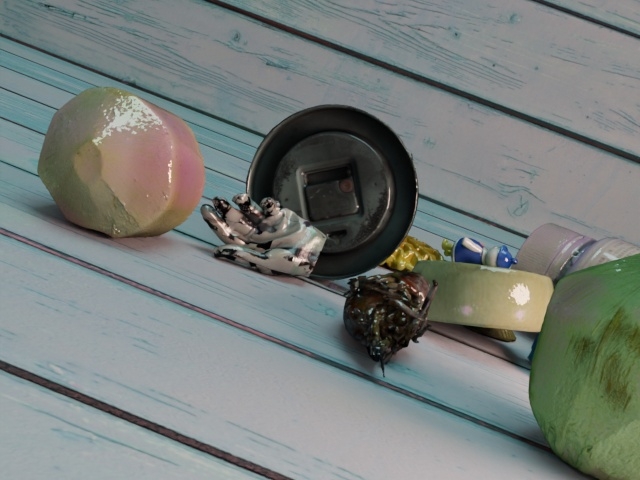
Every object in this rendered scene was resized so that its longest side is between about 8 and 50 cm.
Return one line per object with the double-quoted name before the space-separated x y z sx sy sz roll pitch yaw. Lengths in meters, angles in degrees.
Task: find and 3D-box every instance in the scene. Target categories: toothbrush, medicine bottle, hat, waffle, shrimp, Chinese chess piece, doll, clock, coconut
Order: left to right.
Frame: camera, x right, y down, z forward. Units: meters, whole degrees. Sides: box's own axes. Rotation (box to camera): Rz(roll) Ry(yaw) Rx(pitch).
"coconut" -0.314 -0.115 1.539 0.233 0.233 0.245 23 3 15
"clock" 0.023 -0.085 1.745 0.313 0.312 0.061 23 5 12
"toothbrush" 0.059 0.094 1.718 0.097 0.008 0.006 22 24 3
"waffle" 0.140 0.005 2.187 0.310 0.065 0.283 24 11 14
"shrimp" 0.100 0.110 1.426 0.145 0.116 0.343 -2 11 9
"Chinese chess piece" 0.274 0.096 1.699 0.250 0.101 0.250 7 -3 0
"doll" 0.287 0.027 1.777 0.143 0.057 0.098 10 -28 31
"hat" 0.312 0.130 1.860 0.146 0.067 0.146 20 11 -4
"medicine bottle" 0.537 0.109 1.917 0.302 0.241 0.241 28 13 36
"coconut" 0.431 0.153 1.255 0.328 0.328 0.281 26 14 29

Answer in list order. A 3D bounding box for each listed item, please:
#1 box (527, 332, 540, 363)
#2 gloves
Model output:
"box" 0.466 0.221 1.673 0.194 0.073 0.139 19 11 -6
"gloves" -0.103 -0.011 1.668 0.212 0.127 0.111 24 1 -1
